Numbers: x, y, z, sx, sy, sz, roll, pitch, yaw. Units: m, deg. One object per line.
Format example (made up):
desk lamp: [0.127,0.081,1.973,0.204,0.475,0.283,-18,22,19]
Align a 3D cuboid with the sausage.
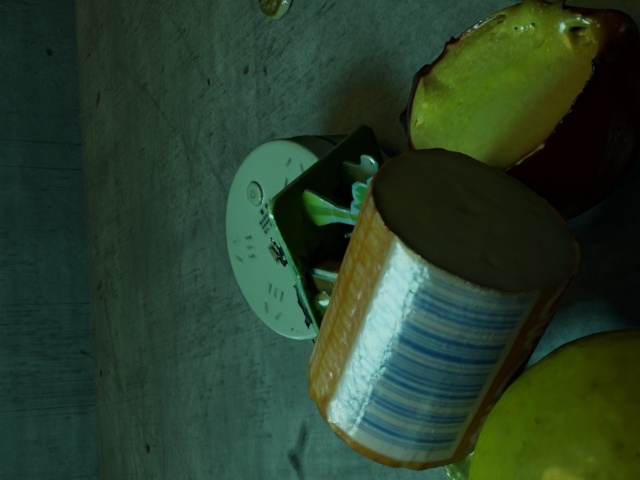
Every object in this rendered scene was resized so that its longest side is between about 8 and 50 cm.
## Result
sausage: [0.124,0.078,1.042,0.233,0.233,0.287,-120,35,-42]

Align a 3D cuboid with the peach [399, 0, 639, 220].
peach: [0.273,-0.148,1.154,0.361,0.201,0.258,-30,48,50]

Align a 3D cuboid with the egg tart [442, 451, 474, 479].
egg tart: [0.237,0.284,1.323,0.197,0.078,0.197,2,92,61]

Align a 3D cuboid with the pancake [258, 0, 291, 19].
pancake: [-0.093,-0.533,1.978,0.151,0.025,0.152,3,94,61]

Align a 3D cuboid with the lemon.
lemon: [0.312,0.249,0.944,0.348,0.347,0.348,-2,88,61]

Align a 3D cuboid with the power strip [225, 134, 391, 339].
power strip: [0.000,0.000,1.600,0.357,0.161,0.358,12,106,47]

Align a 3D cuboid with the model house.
model house: [0.144,0.032,1.304,0.312,0.242,0.358,10,130,41]
